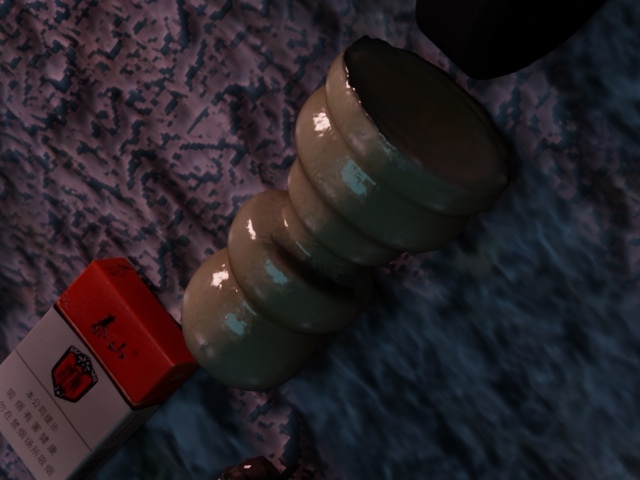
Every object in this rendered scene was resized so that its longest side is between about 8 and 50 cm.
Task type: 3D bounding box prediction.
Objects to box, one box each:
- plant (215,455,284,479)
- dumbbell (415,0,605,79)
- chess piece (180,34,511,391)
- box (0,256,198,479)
[{"bbox_3d":[-0.044,0.288,1.248,0.146,0.149,0.274,-19,88,29],"label":"plant"},{"bbox_3d":[0.073,-0.218,1.134,0.218,0.152,0.152,47,114,17],"label":"dumbbell"},{"bbox_3d":[0.000,0.000,1.220,0.133,0.133,0.243,50,122,15],"label":"chess piece"},{"bbox_3d":[-0.167,0.098,1.353,0.100,0.048,0.152,50,117,14],"label":"box"}]
